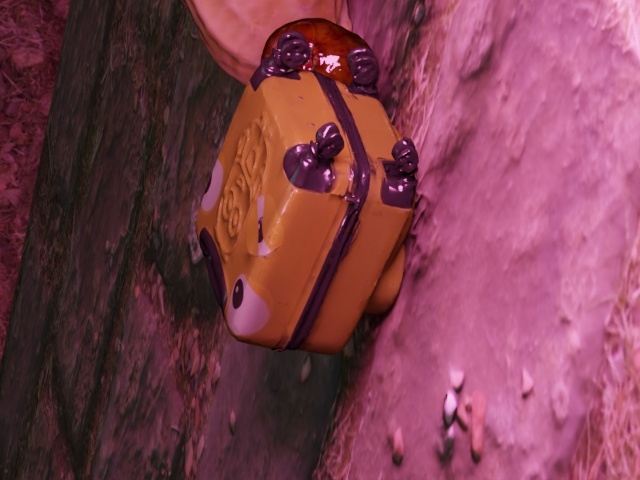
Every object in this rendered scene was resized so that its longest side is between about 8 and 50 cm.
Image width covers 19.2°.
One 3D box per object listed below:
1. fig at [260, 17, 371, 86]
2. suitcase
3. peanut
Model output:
[{"bbox_3d":[0.004,-0.153,1.771,0.109,0.103,0.154,53,-172,17],"label":"fig"},{"bbox_3d":[-0.004,-0.030,1.619,0.194,0.143,0.235,-111,38,-52],"label":"suitcase"},{"bbox_3d":[-0.084,-0.294,1.830,0.340,0.158,0.174,56,162,-15],"label":"peanut"}]
